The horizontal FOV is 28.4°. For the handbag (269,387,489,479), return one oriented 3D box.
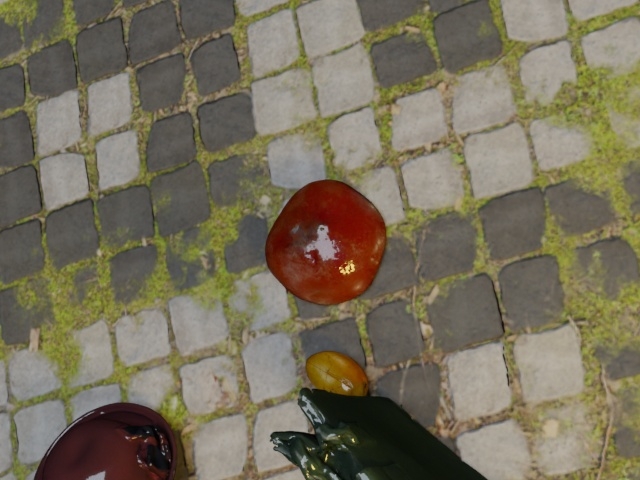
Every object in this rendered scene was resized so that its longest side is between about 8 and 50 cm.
[{"bbox_3d":[0.096,0.257,1.304,0.247,0.260,0.079,37,97,25],"label":"handbag"}]

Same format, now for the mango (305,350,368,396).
[{"bbox_3d":[0.017,0.161,1.481,0.089,0.046,0.060,28,89,31],"label":"mango"}]

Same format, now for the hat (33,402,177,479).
[{"bbox_3d":[-0.272,0.280,1.527,0.205,0.089,0.205,-16,52,21],"label":"hat"}]

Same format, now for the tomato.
[{"bbox_3d":[0.000,0.000,1.517,0.156,0.069,0.155,-5,76,21],"label":"tomato"}]
